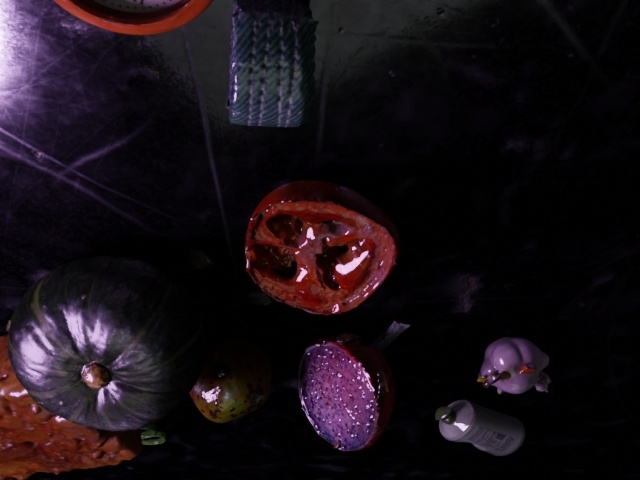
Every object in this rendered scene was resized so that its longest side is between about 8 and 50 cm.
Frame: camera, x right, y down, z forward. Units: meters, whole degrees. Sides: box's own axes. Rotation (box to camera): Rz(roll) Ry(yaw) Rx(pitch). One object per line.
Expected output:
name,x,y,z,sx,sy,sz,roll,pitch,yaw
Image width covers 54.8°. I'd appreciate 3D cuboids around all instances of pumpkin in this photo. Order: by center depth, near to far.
pumpkin,-0.333,0.158,0.987,0.299,0.207,0.300,-1,122,-1

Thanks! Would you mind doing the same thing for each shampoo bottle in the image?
shampoo bottle,0.356,0.429,1.433,0.234,0.087,0.118,25,132,-28

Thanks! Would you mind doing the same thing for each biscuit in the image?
biscuit,-0.585,0.332,1.211,0.394,0.166,0.343,-13,140,15

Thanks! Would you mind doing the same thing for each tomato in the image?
tomato,0.002,-0.003,0.905,0.227,0.101,0.228,2,132,2

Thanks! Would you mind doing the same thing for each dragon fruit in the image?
dragon fruit,0.076,0.275,1.183,0.148,0.218,0.224,-9,126,-41

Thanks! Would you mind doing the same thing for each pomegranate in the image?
pomegranate,-0.170,0.266,1.177,0.159,0.159,0.205,-2,166,-1

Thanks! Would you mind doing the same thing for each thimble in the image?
thimble,-0.055,-0.190,0.665,0.090,0.118,0.135,1,124,-11

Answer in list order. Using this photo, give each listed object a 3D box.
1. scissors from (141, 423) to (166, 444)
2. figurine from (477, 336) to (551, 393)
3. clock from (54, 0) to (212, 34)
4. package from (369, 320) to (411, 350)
scissors,-0.481,0.483,1.499,0.204,0.027,0.101,-15,137,12
figurine,0.384,0.251,1.216,0.137,0.112,0.229,-14,152,25
clock,-0.188,-0.291,0.589,0.205,0.051,0.205,-2,140,-2
package,0.131,0.186,1.190,0.037,0.015,0.110,16,136,-20
